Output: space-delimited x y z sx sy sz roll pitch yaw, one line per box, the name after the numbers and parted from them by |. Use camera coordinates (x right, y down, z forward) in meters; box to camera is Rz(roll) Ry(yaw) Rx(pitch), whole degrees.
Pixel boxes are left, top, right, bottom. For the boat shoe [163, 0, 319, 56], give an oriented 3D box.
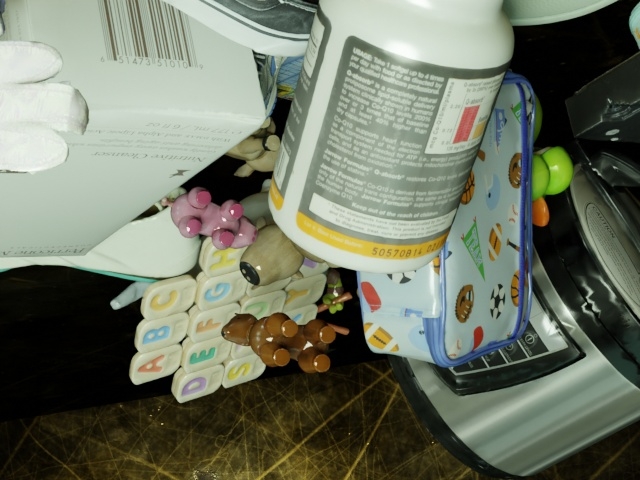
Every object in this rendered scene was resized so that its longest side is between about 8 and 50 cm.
-0.061 -0.230 0.882 0.102 0.108 0.301 -21 154 39 | boat shoe

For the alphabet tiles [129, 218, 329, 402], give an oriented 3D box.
-0.106 0.092 1.454 0.278 0.021 0.284 -13 137 -33 | alphabet tiles

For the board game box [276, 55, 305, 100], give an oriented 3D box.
0.039 -0.198 1.119 0.194 0.060 0.194 -23 160 40 | board game box

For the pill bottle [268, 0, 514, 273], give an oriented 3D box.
0.063 -0.125 0.920 0.162 0.162 0.278 -1 124 -29 | pill bottle

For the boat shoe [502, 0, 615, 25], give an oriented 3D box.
0.245 -0.267 0.945 0.302 0.091 0.114 -13 144 18 | boat shoe

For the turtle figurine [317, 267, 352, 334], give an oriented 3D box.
-0.002 0.013 1.691 0.269 0.087 0.217 43 128 -14 | turtle figurine

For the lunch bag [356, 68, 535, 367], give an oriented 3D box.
0.138 -0.035 1.152 0.115 0.303 0.243 6 -172 36 | lunch bag

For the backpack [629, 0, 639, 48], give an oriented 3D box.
0.414 -0.205 1.079 0.225 0.191 0.253 -24 167 33 | backpack

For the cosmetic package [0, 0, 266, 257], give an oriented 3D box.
-0.248 -0.109 1.079 0.217 0.156 0.385 -1 161 -35 | cosmetic package

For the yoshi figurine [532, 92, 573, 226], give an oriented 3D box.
0.174 -0.107 1.414 0.203 0.203 0.362 41 160 -17 | yoshi figurine

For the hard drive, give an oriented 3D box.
0.509 -0.190 1.425 0.339 0.064 0.237 1 161 -31 | hard drive

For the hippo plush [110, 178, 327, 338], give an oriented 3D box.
-0.127 0.014 1.575 0.236 0.234 0.294 -39 133 11 | hippo plush

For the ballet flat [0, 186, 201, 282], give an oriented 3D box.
-0.339 -0.031 1.346 0.400 0.139 0.139 3 162 -11 | ballet flat

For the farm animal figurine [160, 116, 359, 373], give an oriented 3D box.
-0.021 -0.030 1.287 0.327 0.330 0.172 -18 -172 -19 | farm animal figurine

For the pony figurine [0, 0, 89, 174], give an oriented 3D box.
-0.305 -0.178 0.680 0.351 0.303 0.363 0 178 -5 | pony figurine

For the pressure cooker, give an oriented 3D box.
0.338 0.086 1.574 0.420 0.375 0.370 -35 113 29 | pressure cooker

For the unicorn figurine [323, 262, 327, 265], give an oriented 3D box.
0.033 -0.054 1.400 0.162 0.111 0.060 -44 171 -28 | unicorn figurine

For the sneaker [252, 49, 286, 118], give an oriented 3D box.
-0.059 -0.167 1.050 0.052 0.135 0.058 15 -157 16 | sneaker
